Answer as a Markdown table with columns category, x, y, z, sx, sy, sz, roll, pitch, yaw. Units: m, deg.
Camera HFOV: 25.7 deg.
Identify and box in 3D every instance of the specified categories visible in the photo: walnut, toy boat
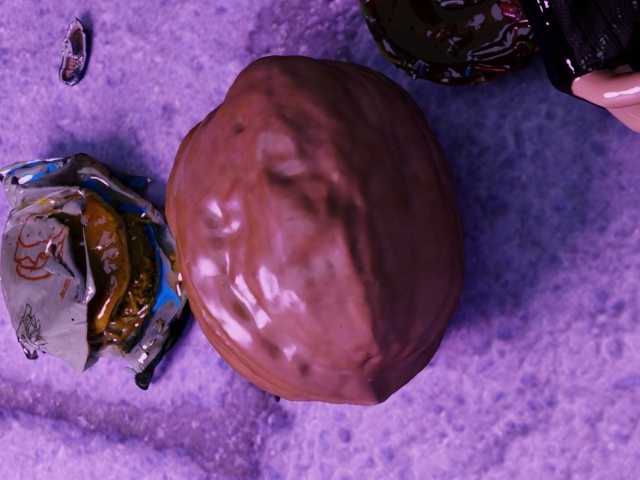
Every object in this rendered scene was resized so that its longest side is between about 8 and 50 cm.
| category | x | y | z | sx | sy | sz | roll | pitch | yaw |
| --- | --- | --- | --- | --- | --- | --- | --- | --- | --- |
| walnut | -0.002 | 0.000 | 1.378 | 0.306 | 0.306 | 0.344 | -32 | 71 | 25 |
| toy boat | -0.300 | -0.229 | 1.701 | 0.038 | 0.038 | 0.083 | 11 | 94 | 30 |

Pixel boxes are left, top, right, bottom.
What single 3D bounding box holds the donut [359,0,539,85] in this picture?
| category | x | y | z | sx | sy | sz | roll | pitch | yaw |
| --- | --- | --- | --- | --- | --- | --- | --- | --- | --- |
| donut | 0.154 | -0.263 | 1.413 | 0.235 | 0.089 | 0.235 | -2 | 86 | 29 |

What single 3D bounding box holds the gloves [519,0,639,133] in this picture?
| category | x | y | z | sx | sy | sz | roll | pitch | yaw |
| --- | --- | --- | --- | --- | --- | --- | --- | --- | --- |
| gloves | 0.312 | -0.183 | 1.273 | 0.197 | 0.152 | 0.301 | -40 | 78 | -12 |

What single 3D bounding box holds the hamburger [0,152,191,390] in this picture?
| category | x | y | z | sx | sy | sz | roll | pitch | yaw |
| --- | --- | --- | --- | --- | --- | --- | --- | --- | --- |
| hamburger | -0.278 | 0.032 | 1.611 | 0.276 | 0.150 | 0.260 | 12 | 95 | 29 |
